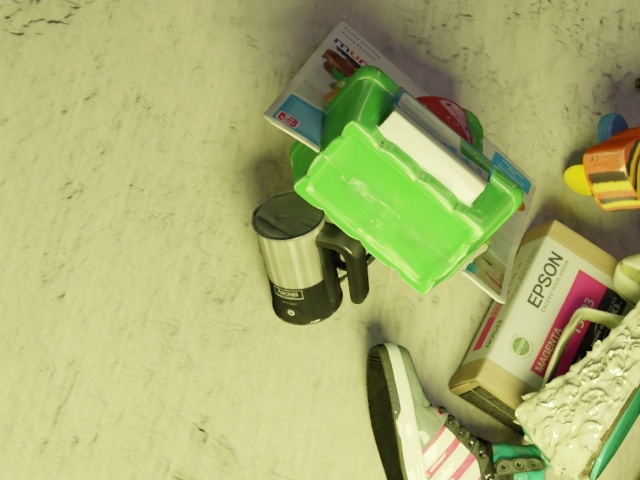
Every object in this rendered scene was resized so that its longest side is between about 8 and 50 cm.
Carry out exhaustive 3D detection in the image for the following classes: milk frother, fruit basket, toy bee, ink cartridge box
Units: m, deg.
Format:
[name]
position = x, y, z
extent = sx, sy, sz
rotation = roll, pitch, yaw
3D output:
[milk frother]
position = 0.000, 0.000, 1.679
extent = 0.129, 0.135, 0.143
rotation = -2, 42, 10
[fruit basket]
position = 0.115, -0.108, 1.686
extent = 0.327, 0.165, 0.353
rotation = 40, 33, -4
[toy bee]
position = 0.422, -0.092, 1.829
extent = 0.298, 0.195, 0.162
rotation = -30, 111, -32
[ink cartridge box]
position = 0.294, 0.125, 1.770
extent = 0.193, 0.088, 0.235
rotation = 32, 70, -8

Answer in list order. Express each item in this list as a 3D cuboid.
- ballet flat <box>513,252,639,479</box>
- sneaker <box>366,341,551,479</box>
[ballet flat]
position = 0.365, 0.093, 1.688
extent = 0.147, 0.147, 0.409
rotation = 45, 67, -2
[sneaker]
position = 0.169, 0.242, 1.678
extent = 0.178, 0.124, 0.296
rotation = -15, 89, -15
